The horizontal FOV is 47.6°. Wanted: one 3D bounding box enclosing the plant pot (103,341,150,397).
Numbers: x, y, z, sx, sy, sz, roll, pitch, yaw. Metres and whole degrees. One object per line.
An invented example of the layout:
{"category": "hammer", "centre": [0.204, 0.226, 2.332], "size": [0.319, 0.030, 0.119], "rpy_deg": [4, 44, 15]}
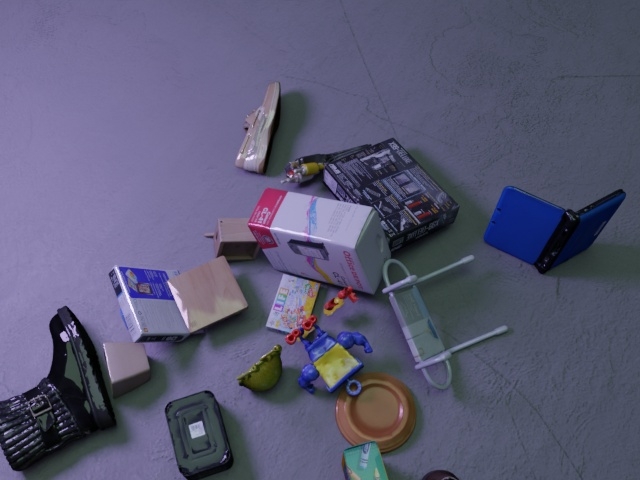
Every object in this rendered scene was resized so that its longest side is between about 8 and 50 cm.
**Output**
{"category": "plant pot", "centre": [-0.474, 0.310, 1.785], "size": [0.096, 0.109, 0.109], "rpy_deg": [-11, 62, -20]}

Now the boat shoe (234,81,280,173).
{"category": "boat shoe", "centre": [-0.179, -0.338, 2.115], "size": [0.098, 0.109, 0.302], "rpy_deg": [10, 69, 4]}

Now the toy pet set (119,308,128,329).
{"category": "toy pet set", "centre": [-0.457, 0.174, 1.871], "size": [0.114, 0.065, 0.122], "rpy_deg": [-24, 65, -12]}

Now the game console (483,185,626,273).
{"category": "game console", "centre": [0.592, -0.057, 1.863], "size": [0.250, 0.293, 0.173], "rpy_deg": [-27, 66, -13]}

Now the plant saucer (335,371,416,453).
{"category": "plant saucer", "centre": [0.135, 0.414, 1.764], "size": [0.200, 0.037, 0.200], "rpy_deg": [0, 62, 0]}

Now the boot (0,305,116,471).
{"category": "boot", "centre": [-0.667, 0.347, 1.744], "size": [0.260, 0.131, 0.348], "rpy_deg": [-21, 65, -11]}

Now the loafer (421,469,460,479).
{"category": "loafer", "centre": [0.267, 0.680, 1.573], "size": [0.133, 0.130, 0.366], "rpy_deg": [-2, 63, -1]}

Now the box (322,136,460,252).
{"category": "box", "centre": [0.188, -0.128, 1.981], "size": [0.242, 0.076, 0.307], "rpy_deg": [-25, 58, -25]}

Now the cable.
{"category": "cable", "centre": [0.015, -0.212, 2.070], "size": [0.287, 0.139, 0.072], "rpy_deg": [-13, 86, -28]}

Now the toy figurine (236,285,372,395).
{"category": "toy figurine", "centre": [0.002, 0.302, 1.738], "size": [0.362, 0.191, 0.217], "rpy_deg": [-40, 84, -8]}

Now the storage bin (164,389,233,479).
{"category": "storage bin", "centre": [-0.286, 0.461, 1.713], "size": [0.122, 0.084, 0.180], "rpy_deg": [-17, 65, -8]}

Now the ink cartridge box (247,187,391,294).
{"category": "ink cartridge box", "centre": [0.000, 0.000, 1.830], "size": [0.306, 0.226, 0.131], "rpy_deg": [14, 61, 27]}

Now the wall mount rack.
{"category": "wall mount rack", "centre": [0.308, 0.179, 1.815], "size": [0.304, 0.130, 0.350], "rpy_deg": [-13, 76, -49]}

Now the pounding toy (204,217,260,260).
{"category": "pounding toy", "centre": [-0.236, -0.008, 1.940], "size": [0.130, 0.141, 0.100], "rpy_deg": [-1, 62, -17]}

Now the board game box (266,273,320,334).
{"category": "board game box", "centre": [-0.070, 0.172, 1.894], "size": [0.103, 0.026, 0.154], "rpy_deg": [14, 64, 7]}

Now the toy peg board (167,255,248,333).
{"category": "toy peg board", "centre": [-0.287, 0.151, 1.876], "size": [0.160, 0.079, 0.161], "rpy_deg": [-25, 65, -10]}

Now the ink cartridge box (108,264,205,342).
{"category": "ink cartridge box", "centre": [-0.415, 0.162, 1.840], "size": [0.045, 0.208, 0.206], "rpy_deg": [-42, 61, 27]}

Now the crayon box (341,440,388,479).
{"category": "crayon box", "centre": [0.121, 0.601, 1.595], "size": [0.081, 0.165, 0.278], "rpy_deg": [-14, 64, -7]}
